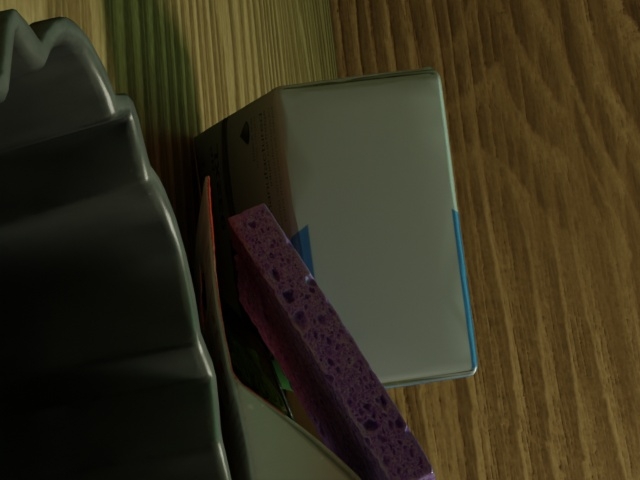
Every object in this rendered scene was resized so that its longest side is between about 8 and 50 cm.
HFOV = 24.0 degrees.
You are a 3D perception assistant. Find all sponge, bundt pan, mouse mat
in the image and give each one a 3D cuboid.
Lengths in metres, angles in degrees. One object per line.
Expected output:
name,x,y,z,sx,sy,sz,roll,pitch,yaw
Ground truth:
sponge,0.005,0.087,0.955,0.210,0.031,0.117,58,-15,25
bundt pan,-0.106,0.108,0.417,0.331,0.124,0.330,-8,90,-86
mouse mat,-0.051,0.108,1.161,0.190,0.007,0.152,36,-31,63

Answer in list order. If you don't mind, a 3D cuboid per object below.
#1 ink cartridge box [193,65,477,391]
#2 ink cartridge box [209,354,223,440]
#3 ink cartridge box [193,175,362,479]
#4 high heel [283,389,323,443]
ink cartridge box,0.000,0.000,1.196,0.307,0.129,0.223,170,-89,-74
ink cartridge box,-0.106,0.043,0.896,0.189,0.066,0.232,37,48,-83
ink cartridge box,-0.013,0.175,1.021,0.308,0.091,0.385,111,-31,-73
high heel,-0.036,0.141,1.458,0.181,0.127,0.377,33,46,-44
